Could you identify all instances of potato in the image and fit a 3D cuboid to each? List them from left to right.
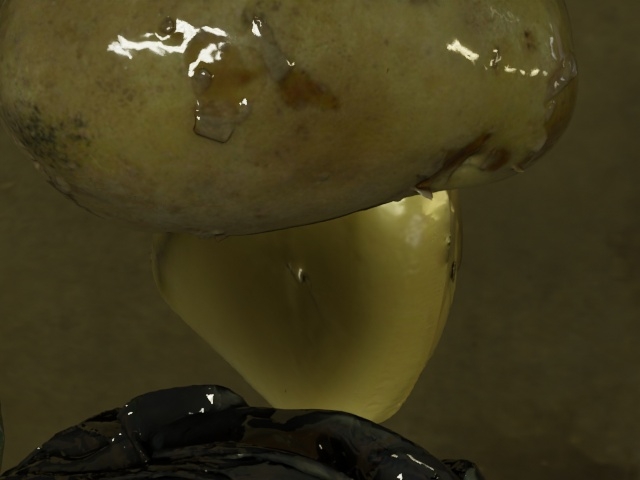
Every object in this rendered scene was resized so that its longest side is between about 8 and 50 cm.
[{"bbox_3d":[-0.009,-0.081,0.686,0.262,0.165,0.165,-6,90,-32],"label":"potato"}]

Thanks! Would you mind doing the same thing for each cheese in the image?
[{"bbox_3d":[0.000,0.000,1.243,0.259,0.316,0.128,42,45,7],"label":"cheese"}]

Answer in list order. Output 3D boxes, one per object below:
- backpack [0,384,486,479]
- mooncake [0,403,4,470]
[{"bbox_3d":[-0.021,0.148,0.624,0.133,0.258,0.206,-32,103,-40],"label":"backpack"},{"bbox_3d":[-0.331,0.158,1.254,0.104,0.175,0.168,29,95,-51],"label":"mooncake"}]
